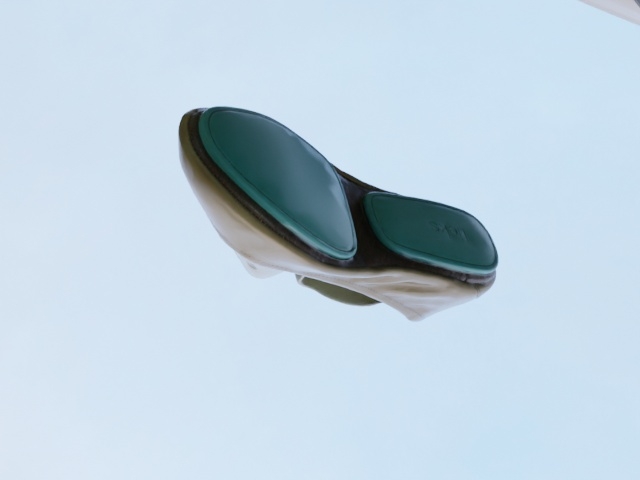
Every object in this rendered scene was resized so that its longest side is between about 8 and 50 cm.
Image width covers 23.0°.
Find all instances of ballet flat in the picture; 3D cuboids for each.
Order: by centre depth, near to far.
[{"bbox_3d":[0.000,0.000,0.800,0.073,0.232,0.080,-36,-128,30],"label":"ballet flat"}]

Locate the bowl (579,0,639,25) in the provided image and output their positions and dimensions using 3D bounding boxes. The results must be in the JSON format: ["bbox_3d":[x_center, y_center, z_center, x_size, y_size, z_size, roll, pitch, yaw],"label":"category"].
[{"bbox_3d":[0.201,-0.192,1.070,0.142,0.053,0.142,23,-155,3],"label":"bowl"}]

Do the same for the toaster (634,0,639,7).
[{"bbox_3d":[0.205,-0.175,0.704,0.186,0.110,0.168,-25,-105,-30],"label":"toaster"}]
